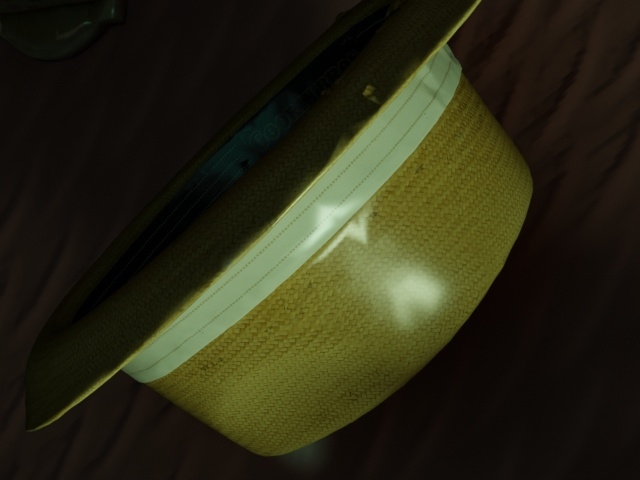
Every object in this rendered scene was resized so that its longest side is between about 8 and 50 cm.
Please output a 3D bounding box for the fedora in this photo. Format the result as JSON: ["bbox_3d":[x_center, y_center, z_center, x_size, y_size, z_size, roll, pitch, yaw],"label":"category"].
[{"bbox_3d":[0.000,0.000,0.487,0.194,0.194,0.079,-43,100,12],"label":"fedora"}]

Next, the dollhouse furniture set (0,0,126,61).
[{"bbox_3d":[-0.178,-0.128,0.557,0.161,0.182,0.101,-4,79,24],"label":"dollhouse furniture set"}]
